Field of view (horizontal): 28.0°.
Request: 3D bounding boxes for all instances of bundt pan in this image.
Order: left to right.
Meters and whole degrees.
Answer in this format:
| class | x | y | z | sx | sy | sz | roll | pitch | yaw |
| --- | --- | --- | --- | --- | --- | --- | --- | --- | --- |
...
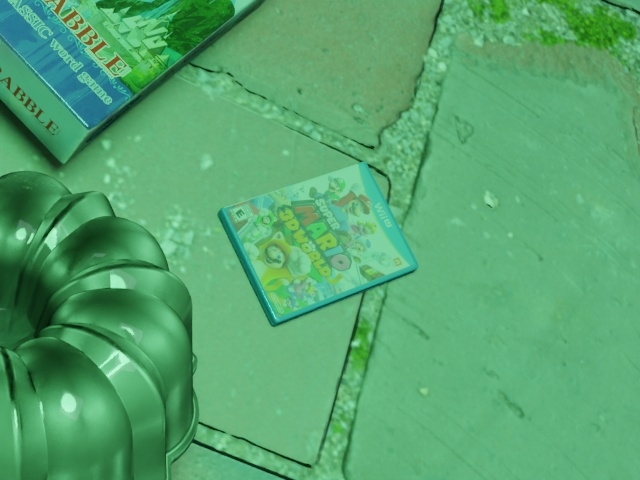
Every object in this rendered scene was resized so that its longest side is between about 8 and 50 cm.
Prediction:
| class | x | y | z | sx | sy | sz | roll | pitch | yaw |
| --- | --- | --- | --- | --- | --- | --- | --- | --- | --- |
| bundt pan | -0.241 | 0.067 | 0.931 | 0.330 | 0.124 | 0.331 | 9 | 44 | -8 |

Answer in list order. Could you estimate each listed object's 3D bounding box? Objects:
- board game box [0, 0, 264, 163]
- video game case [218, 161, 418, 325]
| class | x | y | z | sx | sy | sz | roll | pitch | yaw |
| --- | --- | --- | --- | --- | --- | --- | --- | --- | --- |
| board game box | -0.231 | -0.275 | 1.153 | 0.319 | 0.066 | 0.318 | 46 | 48 | -6 |
| video game case | 0.000 | 0.000 | 1.205 | 0.166 | 0.015 | 0.119 | -20 | 76 | -31 |
